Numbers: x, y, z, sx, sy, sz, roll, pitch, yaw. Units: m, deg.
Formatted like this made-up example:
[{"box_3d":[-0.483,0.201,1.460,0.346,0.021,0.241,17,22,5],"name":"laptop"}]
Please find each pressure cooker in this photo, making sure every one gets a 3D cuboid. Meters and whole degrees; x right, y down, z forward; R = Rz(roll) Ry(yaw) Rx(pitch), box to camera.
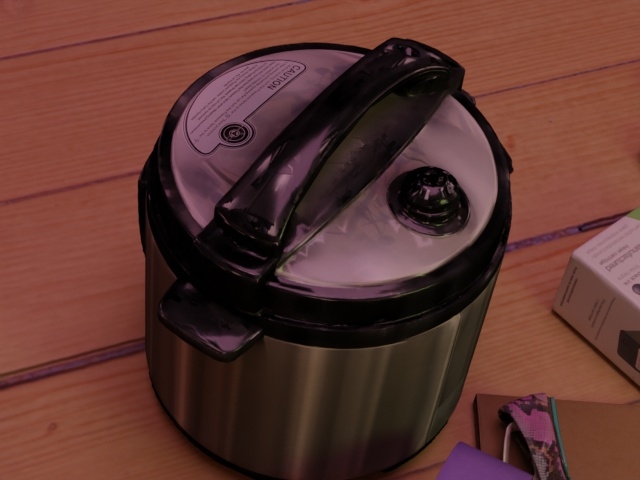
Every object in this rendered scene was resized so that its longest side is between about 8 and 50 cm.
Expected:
[{"box_3d":[0.006,0.002,1.409,0.375,0.420,0.370,-2,51,-9],"name":"pressure cooker"}]

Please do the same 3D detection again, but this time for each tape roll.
[{"box_3d":[0.129,0.294,1.328,0.080,0.189,0.189,24,50,13],"name":"tape roll"}]

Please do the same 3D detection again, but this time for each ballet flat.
[{"box_3d":[0.231,0.254,1.434,0.079,0.077,0.221,-15,46,3],"name":"ballet flat"}]

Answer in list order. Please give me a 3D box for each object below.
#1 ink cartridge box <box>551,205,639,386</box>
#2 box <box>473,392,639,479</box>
[{"box_3d":[0.438,0.088,1.597,0.198,0.115,0.273,-31,60,-29],"name":"ink cartridge box"},{"box_3d":[0.270,0.243,1.502,0.201,0.021,0.164,4,49,-4],"name":"box"}]
